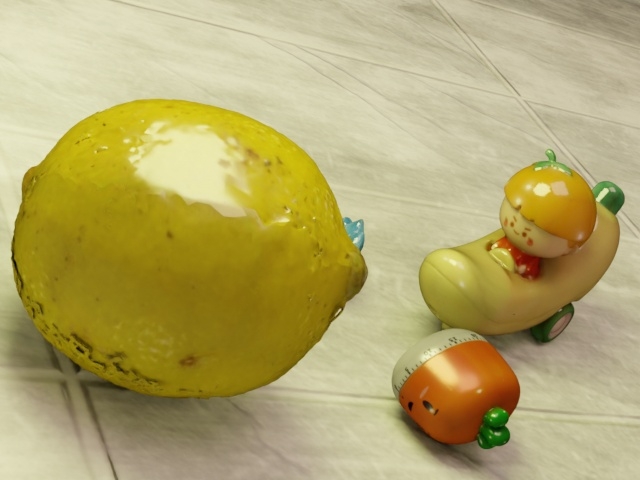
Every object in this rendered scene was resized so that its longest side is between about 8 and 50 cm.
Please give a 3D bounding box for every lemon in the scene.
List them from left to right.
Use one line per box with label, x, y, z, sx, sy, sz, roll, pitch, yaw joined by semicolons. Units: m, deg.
lemon;-0.114;0.008;1.153;0.310;0.258;0.258;13;28;2

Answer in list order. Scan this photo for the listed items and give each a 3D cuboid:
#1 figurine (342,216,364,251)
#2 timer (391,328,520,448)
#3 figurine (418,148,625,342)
figurine;0.000;0.000;1.464;0.114;0.079;0.114;-19;23;8
timer;0.140;0.154;1.317;0.136;0.099;0.136;16;43;-15
figurine;0.232;0.009;1.506;0.124;0.222;0.324;45;31;25
